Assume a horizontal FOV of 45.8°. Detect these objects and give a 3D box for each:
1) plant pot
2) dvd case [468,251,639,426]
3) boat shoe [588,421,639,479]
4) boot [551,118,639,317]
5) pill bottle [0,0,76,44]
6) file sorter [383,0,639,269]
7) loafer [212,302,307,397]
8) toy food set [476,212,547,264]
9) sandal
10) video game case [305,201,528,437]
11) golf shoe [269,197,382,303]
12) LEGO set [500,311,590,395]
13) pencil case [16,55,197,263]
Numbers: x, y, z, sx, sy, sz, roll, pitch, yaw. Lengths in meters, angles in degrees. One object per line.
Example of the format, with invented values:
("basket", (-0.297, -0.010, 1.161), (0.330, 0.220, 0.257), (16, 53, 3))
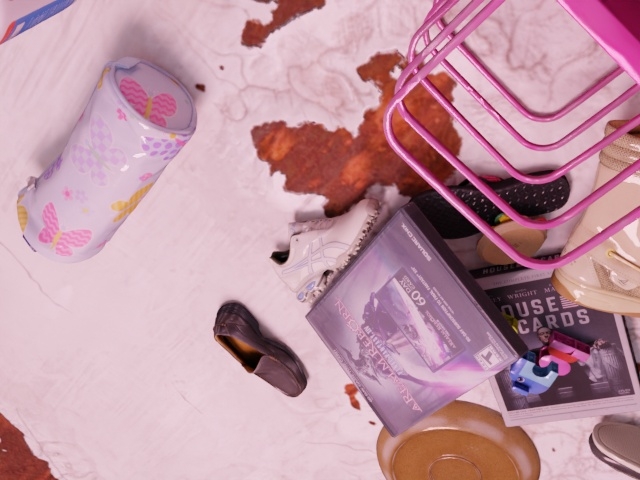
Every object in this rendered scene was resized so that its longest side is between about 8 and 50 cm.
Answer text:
("plant pot", (0.193, 0.327, 1.087), (0.236, 0.032, 0.237), (7, 122, 12))
("dvd case", (0.285, 0.125, 0.934), (0.179, 0.030, 0.239), (-13, 117, 23))
("boat shoe", (0.445, 0.306, 0.970), (0.233, 0.084, 0.079), (23, 125, -3))
("boot", (0.391, -0.016, 0.776), (0.261, 0.095, 0.204), (10, 116, 1))
("pill bottle", (-0.302, -0.269, 0.734), (0.124, 0.221, 0.124), (7, 123, 11))
("file sorter", (0.189, -0.146, 0.633), (0.202, 0.291, 0.182), (41, 126, -11))
("loafer", (-0.087, 0.164, 1.045), (0.170, 0.061, 0.062), (44, 122, -14))
("toy food set", (0.216, -0.001, 0.854), (0.083, 0.020, 0.083), (11, 139, -27))
("sandal", (0.187, -0.046, 0.853), (0.179, 0.040, 0.067), (-10, 125, 5))
("video game case", (0.095, 0.105, 0.883), (0.196, 0.026, 0.274), (53, 142, 12))
("golf shoe", (0.000, 0.000, 0.916), (0.086, 0.069, 0.176), (40, 122, -3))
("LEGO set", (0.191, 0.138, 0.897), (0.227, 0.087, 0.093), (23, 124, 3))
("pencil case", (-0.259, -0.090, 0.904), (0.273, 0.113, 0.124), (-42, 84, 33))
